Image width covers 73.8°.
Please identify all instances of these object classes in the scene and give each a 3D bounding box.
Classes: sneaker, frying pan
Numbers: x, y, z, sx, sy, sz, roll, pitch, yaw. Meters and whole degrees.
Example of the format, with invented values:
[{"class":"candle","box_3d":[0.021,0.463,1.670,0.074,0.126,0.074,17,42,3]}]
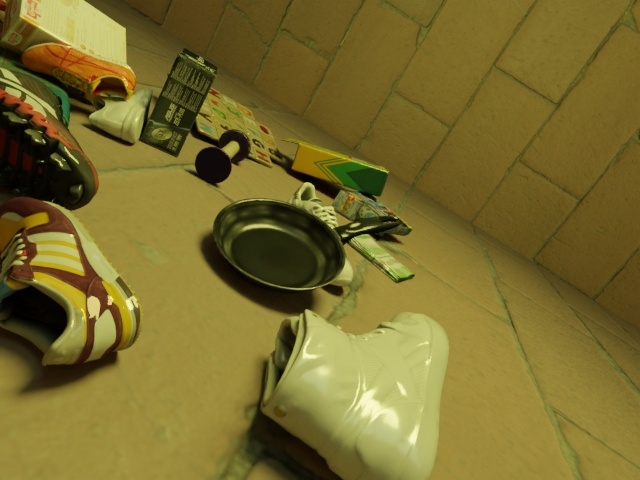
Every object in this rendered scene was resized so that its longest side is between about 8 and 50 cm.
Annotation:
[{"class":"sneaker","box_3d":[-0.348,-0.132,0.508,0.276,0.098,0.135,34,21,12]},{"class":"sneaker","box_3d":[-0.229,0.023,0.344,0.185,0.070,0.084,37,14,18]},{"class":"sneaker","box_3d":[-0.415,-0.291,0.737,0.175,0.064,0.067,5,62,-22]},{"class":"sneaker","box_3d":[-0.005,-0.013,0.752,0.090,0.095,0.235,17,25,-41]},{"class":"frying pan","box_3d":[-0.024,-0.016,0.671,0.197,0.053,0.326,36,37,17]},{"class":"sneaker","box_3d":[0.041,0.119,0.465,0.169,0.108,0.292,36,20,4]},{"class":"sneaker","box_3d":[-0.382,-0.255,0.821,0.094,0.080,0.212,12,25,-18]}]

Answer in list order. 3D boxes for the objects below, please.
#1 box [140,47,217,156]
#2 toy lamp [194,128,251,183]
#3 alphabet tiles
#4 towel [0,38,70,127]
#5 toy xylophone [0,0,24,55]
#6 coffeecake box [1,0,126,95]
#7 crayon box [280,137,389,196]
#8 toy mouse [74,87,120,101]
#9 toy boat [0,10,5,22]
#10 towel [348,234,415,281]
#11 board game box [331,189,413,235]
[{"class":"box","box_3d":[-0.283,-0.282,0.864,0.077,0.180,0.147,25,20,-24]},{"class":"toy lamp","box_3d":[-0.201,-0.194,0.929,0.080,0.080,0.275,28,18,-11]},{"class":"alphabet tiles","box_3d":[-0.254,-0.333,1.176,0.342,0.011,0.285,21,34,-41]},{"class":"towel","box_3d":[-0.556,-0.290,0.686,0.271,0.040,0.370,17,21,-39]},{"class":"toy xylophone","box_3d":[-0.635,-0.432,0.752,0.236,0.081,0.322,39,19,26]},{"class":"coffeecake box","box_3d":[-0.460,-0.380,0.782,0.185,0.068,0.142,23,48,-53]},{"class":"crayon box","box_3d":[0.035,-0.226,1.283,0.318,0.081,0.202,18,14,-1]},{"class":"toy mouse","box_3d":[-0.451,-0.316,0.886,0.161,0.031,0.143,46,16,5]},{"class":"toy boat","box_3d":[-0.692,-0.585,1.042,0.151,0.151,0.231,39,20,23]},{"class":"towel","box_3d":[0.139,0.035,0.965,0.152,0.023,0.113,40,21,24]},{"class":"board game box","box_3d":[0.128,-0.074,1.169,0.194,0.060,0.194,5,32,-51]}]
